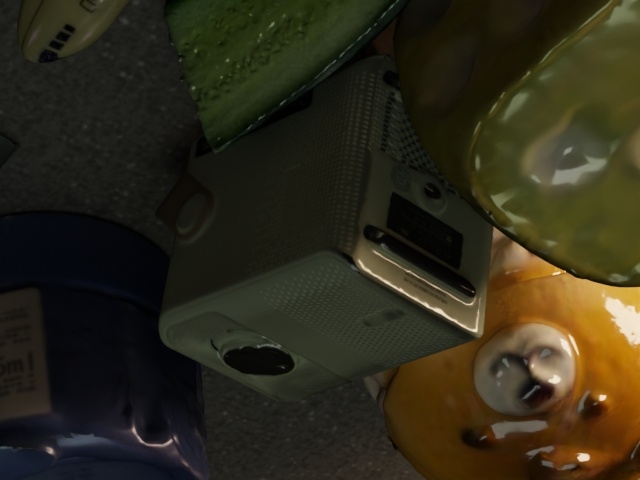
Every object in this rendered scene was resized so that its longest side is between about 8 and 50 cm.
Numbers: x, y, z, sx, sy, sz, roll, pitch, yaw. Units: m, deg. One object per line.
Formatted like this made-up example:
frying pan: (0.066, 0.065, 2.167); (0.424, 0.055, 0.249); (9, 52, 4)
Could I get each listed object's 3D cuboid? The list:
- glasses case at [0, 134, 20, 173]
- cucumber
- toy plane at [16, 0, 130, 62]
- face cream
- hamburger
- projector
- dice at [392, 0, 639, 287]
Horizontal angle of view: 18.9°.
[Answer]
glasses case: (-0.346, 0.002, 1.434); (0.105, 0.056, 0.266); (29, 123, -34)
cucumber: (0.007, -0.169, 1.303); (0.244, 0.115, 0.063); (-33, 167, 25)
toy plane: (-0.120, -0.209, 1.216); (0.256, 0.104, 0.242); (-35, 161, 35)
face cream: (-0.212, 0.140, 1.479); (0.249, 0.225, 0.249); (-5, 137, -4)
hamburger: (0.165, 0.103, 1.504); (0.276, 0.237, 0.276); (-7, 135, -7)
projector: (0.000, 0.000, 1.373); (0.163, 0.177, 0.242); (32, 145, -34)
dice: (0.205, -0.131, 1.277); (0.233, 0.227, 0.238); (29, 123, -32)
